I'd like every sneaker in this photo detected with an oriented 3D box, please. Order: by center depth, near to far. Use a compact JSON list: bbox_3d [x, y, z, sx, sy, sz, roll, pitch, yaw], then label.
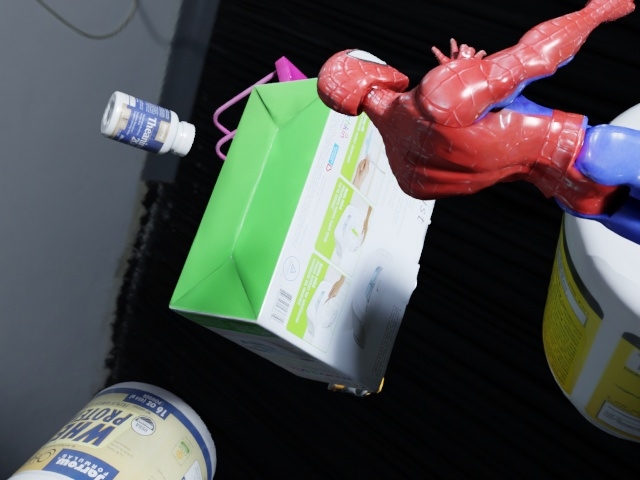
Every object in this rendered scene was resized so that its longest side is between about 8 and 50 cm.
[{"bbox_3d":[0.063,0.246,1.358,0.215,0.083,0.084,95,12,-87],"label":"sneaker"}]

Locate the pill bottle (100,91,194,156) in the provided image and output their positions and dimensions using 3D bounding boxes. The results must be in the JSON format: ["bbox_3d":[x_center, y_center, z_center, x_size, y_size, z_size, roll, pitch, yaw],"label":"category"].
[{"bbox_3d":[-0.244,-0.160,1.062,0.120,0.067,0.067,17,105,-29],"label":"pill bottle"}]

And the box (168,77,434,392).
[{"bbox_3d":[0.000,0.000,0.803,0.231,0.127,0.261,38,64,-48],"label":"box"}]

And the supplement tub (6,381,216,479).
[{"bbox_3d":[-0.310,0.369,1.040,0.316,0.228,0.228,-49,157,-59],"label":"supplement tub"}]

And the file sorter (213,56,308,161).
[{"bbox_3d":[-0.046,-0.099,1.218,0.182,0.290,0.202,-29,145,22],"label":"file sorter"}]

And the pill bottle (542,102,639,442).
[{"bbox_3d":[0.273,0.051,0.580,0.188,0.188,0.334,-49,155,-14],"label":"pill bottle"}]

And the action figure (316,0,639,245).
[{"bbox_3d":[0.141,-0.055,0.344,0.091,0.280,0.139,102,8,-58],"label":"action figure"}]
